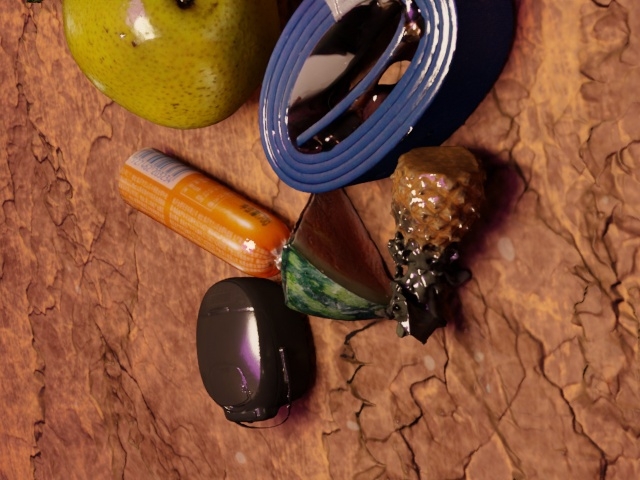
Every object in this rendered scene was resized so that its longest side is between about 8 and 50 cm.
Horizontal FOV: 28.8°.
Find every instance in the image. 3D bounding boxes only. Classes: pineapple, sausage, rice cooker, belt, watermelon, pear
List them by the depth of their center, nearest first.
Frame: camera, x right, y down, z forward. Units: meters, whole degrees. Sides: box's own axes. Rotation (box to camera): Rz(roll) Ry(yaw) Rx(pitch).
[{"bbox_3d":[0.120,0.011,1.422,0.111,0.119,0.237,-130,38,-51],"label":"pineapple"},{"bbox_3d":[0.066,-0.198,1.438,0.347,0.117,0.212,-46,68,40],"label":"belt"},{"bbox_3d":[-0.011,0.021,1.531,0.136,0.207,0.202,-35,55,15],"label":"watermelon"},{"bbox_3d":[-0.183,-0.282,1.552,0.294,0.294,0.294,10,105,42],"label":"pear"},{"bbox_3d":[-0.088,0.146,1.645,0.142,0.118,0.203,-8,92,43],"label":"rice cooker"},{"bbox_3d":[-0.143,-0.031,1.682,0.312,0.093,0.093,28,116,36],"label":"sausage"}]

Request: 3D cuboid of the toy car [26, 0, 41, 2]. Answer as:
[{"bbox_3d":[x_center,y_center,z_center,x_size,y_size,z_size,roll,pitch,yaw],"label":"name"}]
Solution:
[{"bbox_3d":[-0.374,-0.445,1.774,0.306,0.125,0.136,-18,97,64],"label":"toy car"}]
